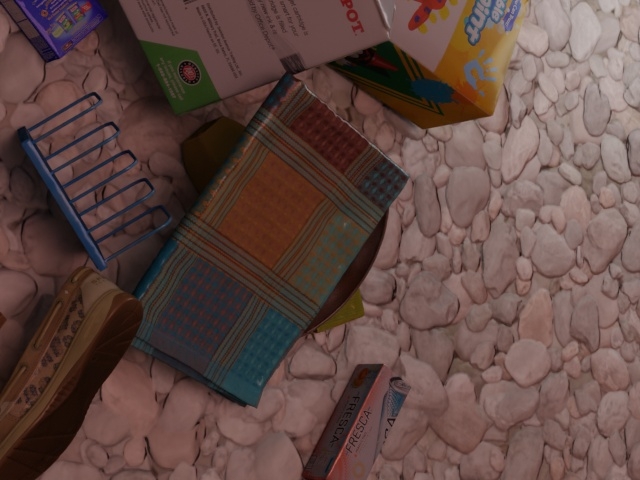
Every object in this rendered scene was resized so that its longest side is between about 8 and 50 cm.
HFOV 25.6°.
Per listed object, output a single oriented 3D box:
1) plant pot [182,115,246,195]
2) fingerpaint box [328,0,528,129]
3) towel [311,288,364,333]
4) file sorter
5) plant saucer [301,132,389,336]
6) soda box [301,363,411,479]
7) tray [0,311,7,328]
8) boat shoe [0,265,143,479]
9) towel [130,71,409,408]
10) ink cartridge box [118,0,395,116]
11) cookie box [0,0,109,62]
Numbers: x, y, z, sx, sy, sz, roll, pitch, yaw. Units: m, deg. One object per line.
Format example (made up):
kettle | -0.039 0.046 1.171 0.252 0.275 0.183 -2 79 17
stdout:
plant pot | -0.125 -0.108 1.781 0.081 0.081 0.083 -44 107 -32
fingerpaint box | 0.127 -0.438 1.951 0.371 0.163 0.445 31 69 -31
towel | 0.000 0.000 1.904 0.102 0.021 0.237 -17 97 -37
file sorter | -0.259 -0.072 1.624 0.104 0.118 0.170 -30 107 -6
plant saucer | -0.047 -0.013 1.777 0.310 0.050 0.311 -19 125 -30
soda box | 0.049 0.256 1.897 0.063 0.058 0.183 42 63 -28
tray | -0.458 0.132 1.287 0.076 0.411 0.203 46 61 -25
boat shoe | -0.311 0.165 1.586 0.285 0.089 0.104 -54 157 -4
towel | -0.065 0.012 1.716 0.370 0.040 0.271 -55 136 -1
ink cartridge box | -0.078 -0.302 1.678 0.121 0.289 0.211 -75 145 -61
cookie box | -0.318 -0.280 1.666 0.092 0.040 0.107 -48 115 -30
